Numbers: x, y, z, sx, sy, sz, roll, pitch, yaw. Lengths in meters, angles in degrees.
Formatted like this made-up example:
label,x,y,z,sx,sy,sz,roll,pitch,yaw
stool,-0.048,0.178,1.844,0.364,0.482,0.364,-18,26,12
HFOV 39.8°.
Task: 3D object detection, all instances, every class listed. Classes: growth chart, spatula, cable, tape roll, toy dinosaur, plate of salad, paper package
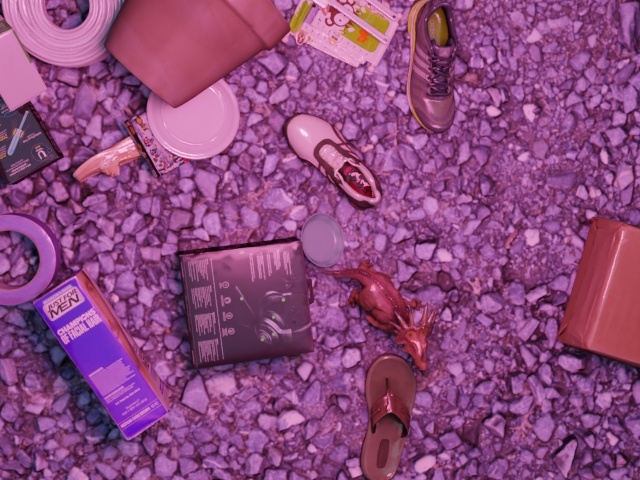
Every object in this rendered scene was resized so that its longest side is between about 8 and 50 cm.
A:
label,x,y,z,sx,sy,sz,roll,pitch,yaw
growth chart,0.051,-0.476,1.949,0.237,0.021,0.172,19,90,-10
spatula,0.083,-0.552,1.934,0.242,0.019,0.168,33,77,-7
cable,-0.518,-0.485,1.809,0.257,0.089,0.257,37,97,-10
tape roll,-0.644,0.038,1.850,0.188,0.080,0.189,-1,95,-8
toy dinosaur,0.145,0.137,1.919,0.295,0.200,0.127,43,87,-9
plate of salad,-0.272,-0.271,1.894,0.199,0.048,0.200,1,85,-17
paper package,0.752,0.139,2.031,0.324,0.168,0.310,16,93,-10

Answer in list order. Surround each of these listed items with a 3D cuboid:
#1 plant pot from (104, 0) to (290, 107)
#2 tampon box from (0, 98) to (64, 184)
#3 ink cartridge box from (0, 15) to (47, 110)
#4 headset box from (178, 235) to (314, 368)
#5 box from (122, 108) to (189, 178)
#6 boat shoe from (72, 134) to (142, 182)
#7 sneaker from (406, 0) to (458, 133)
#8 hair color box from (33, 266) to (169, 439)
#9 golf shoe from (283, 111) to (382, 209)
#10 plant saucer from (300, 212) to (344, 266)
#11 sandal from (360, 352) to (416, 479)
label,x,y,z,sx,sy,sz,roll,pitch,yaw
plant pot,-0.266,-0.426,1.758,0.323,0.323,0.280,41,92,-10
tampon box,-0.626,-0.211,1.822,0.120,0.101,0.161,-30,99,-5
ink cartridge box,-0.639,-0.373,1.731,0.087,0.208,0.153,-35,139,-15
headset box,-0.152,0.128,1.907,0.283,0.131,0.246,-8,95,-8
box,-0.346,-0.211,1.879,0.094,0.027,0.137,-37,101,-41
boat shoe,-0.441,-0.164,1.874,0.170,0.063,0.059,-32,93,-6
sneaker,0.249,-0.385,1.934,0.111,0.121,0.300,-8,96,-8
hair color box,-0.448,0.228,1.842,0.110,0.185,0.339,-34,99,-5
golf shoe,0.037,-0.179,1.921,0.273,0.120,0.105,42,89,-8
plant saucer,0.000,0.000,1.956,0.119,0.021,0.119,6,80,-36
sandal,0.159,0.406,1.999,0.120,0.086,0.303,4,94,-9
